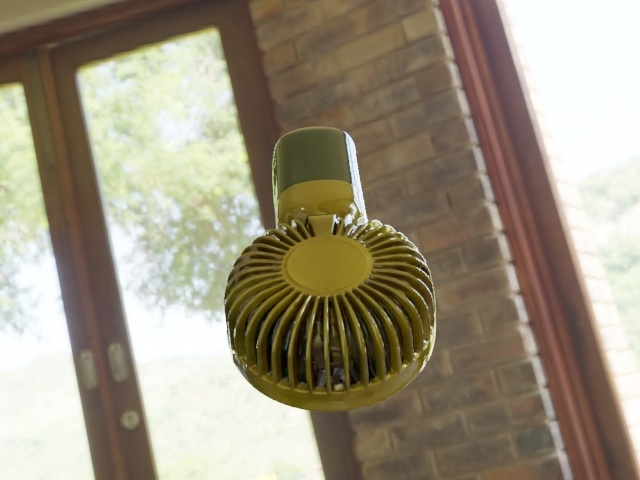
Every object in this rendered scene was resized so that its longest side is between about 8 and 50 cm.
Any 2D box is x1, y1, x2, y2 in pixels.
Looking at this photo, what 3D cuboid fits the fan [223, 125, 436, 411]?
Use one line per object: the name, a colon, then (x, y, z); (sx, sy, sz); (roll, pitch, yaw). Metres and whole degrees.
fan: (0.000, 0.000, 0.432); (0.082, 0.155, 0.039); (-6, -50, -1)
